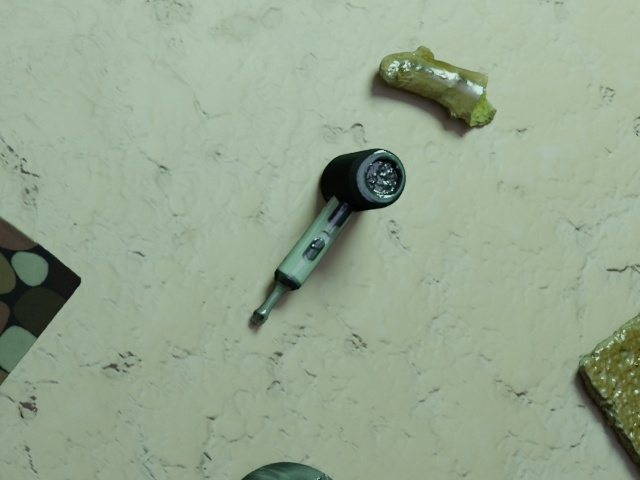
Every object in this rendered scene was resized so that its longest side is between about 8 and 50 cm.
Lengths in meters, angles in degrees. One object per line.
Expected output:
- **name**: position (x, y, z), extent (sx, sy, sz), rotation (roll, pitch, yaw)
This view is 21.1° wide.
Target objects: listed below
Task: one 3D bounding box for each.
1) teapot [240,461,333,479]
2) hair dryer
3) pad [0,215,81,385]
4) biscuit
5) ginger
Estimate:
- **teapot**: position (-0.032, 0.258, 1.487), extent (0.111, 0.108, 0.149), rotation (47, 64, -6)
- **hair dryer**: position (0.000, 0.000, 1.580), extent (0.057, 0.100, 0.198), rotation (38, 81, -12)
- **pad**: position (-0.320, 0.080, 1.386), extent (0.158, 0.003, 0.235), rotation (39, 89, -28)
- **biscuit**: position (0.361, 0.188, 1.721), extent (0.131, 0.026, 0.237), rotation (-35, 94, -24)
- **ginger**: position (0.121, -0.155, 1.687), extent (0.137, 0.044, 0.057), rotation (23, 88, -16)
